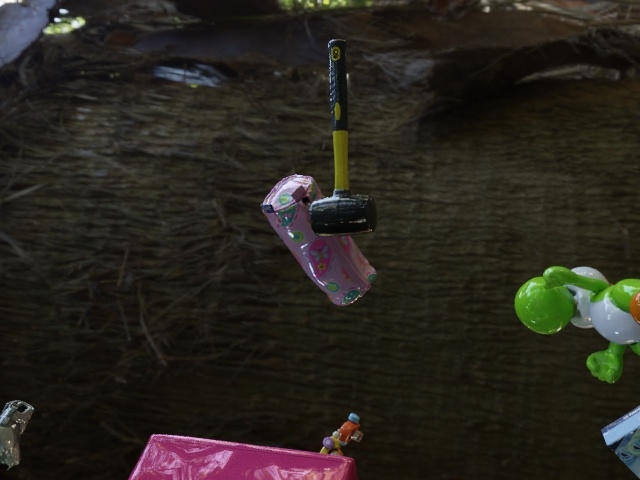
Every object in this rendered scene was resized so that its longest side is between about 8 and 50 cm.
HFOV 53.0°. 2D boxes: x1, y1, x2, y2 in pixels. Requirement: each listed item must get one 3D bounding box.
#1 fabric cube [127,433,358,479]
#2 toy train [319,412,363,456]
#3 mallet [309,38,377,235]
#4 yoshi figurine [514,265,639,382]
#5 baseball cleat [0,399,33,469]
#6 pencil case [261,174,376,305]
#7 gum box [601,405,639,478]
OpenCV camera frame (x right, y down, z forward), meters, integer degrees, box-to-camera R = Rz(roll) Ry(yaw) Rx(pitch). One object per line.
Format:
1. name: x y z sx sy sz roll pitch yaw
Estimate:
1. fabric cube: -0.097 0.405 0.694 0.258 0.254 0.259 -69 -24 -54
2. toy train: 0.025 0.390 1.131 0.166 0.046 0.125 -62 -22 1
3. mallet: 0.028 -0.097 0.614 0.039 0.062 0.190 3 -88 -69
4. yoshi figurine: 0.486 0.135 1.163 0.204 0.203 0.362 -69 16 1
5. baseball cleat: -0.612 0.386 1.284 0.206 0.072 0.109 -51 9 53
6. pencil case: 0.000 0.000 1.288 0.284 0.124 0.124 56 -144 -28
7. gum box: 0.515 0.292 0.885 0.157 0.184 0.041 -42 7 21
